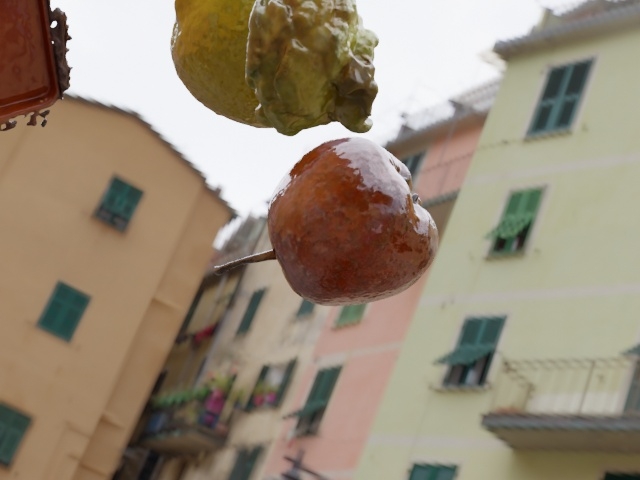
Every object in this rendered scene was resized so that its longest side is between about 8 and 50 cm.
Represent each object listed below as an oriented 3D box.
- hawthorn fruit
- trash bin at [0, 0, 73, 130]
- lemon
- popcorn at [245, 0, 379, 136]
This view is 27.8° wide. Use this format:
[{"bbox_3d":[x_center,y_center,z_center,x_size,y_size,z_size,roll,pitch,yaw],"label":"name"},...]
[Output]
[{"bbox_3d":[0.040,-0.010,1.744,0.231,0.263,0.235,34,-11,-12],"label":"hawthorn fruit"},{"bbox_3d":[-0.294,-0.186,1.001,0.239,0.161,0.184,55,-26,38],"label":"trash bin"},{"bbox_3d":[-0.086,-0.291,1.948,0.310,0.253,0.253,27,-23,-34],"label":"lemon"},{"bbox_3d":[-0.010,-0.212,1.476,0.155,0.197,0.197,-8,-27,-3],"label":"popcorn"}]
